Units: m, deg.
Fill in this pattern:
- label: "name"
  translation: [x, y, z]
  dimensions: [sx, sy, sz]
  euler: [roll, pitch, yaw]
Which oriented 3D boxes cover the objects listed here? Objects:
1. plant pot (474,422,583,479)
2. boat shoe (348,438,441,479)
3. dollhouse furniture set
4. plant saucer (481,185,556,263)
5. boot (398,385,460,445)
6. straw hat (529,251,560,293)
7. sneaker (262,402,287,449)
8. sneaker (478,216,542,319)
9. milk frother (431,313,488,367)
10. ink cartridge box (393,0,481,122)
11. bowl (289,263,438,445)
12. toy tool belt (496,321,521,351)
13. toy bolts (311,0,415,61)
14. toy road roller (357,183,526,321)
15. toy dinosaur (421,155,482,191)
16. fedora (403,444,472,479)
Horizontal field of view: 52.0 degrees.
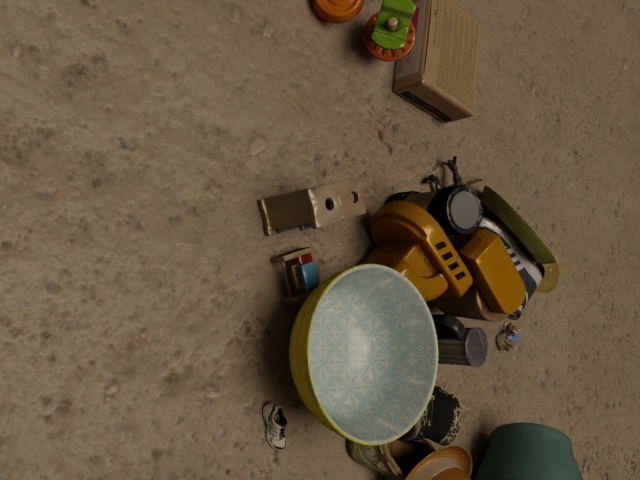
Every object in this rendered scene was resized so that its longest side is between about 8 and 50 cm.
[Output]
- label: "plant pot"
  translation: [0.456, 0.551, 1.433]
  dimensions: [0.271, 0.272, 0.255]
  euler: [44, 43, -32]
- label: "boat shoe"
  translation: [0.171, 0.430, 1.269]
  dimensions: [0.285, 0.089, 0.104]
  euler: [33, 64, -37]
- label: "dollhouse furniture set"
  translation: [0.000, 0.000, 1.119]
  dimensions: [0.129, 0.129, 0.183]
  euler: [-18, 97, -44]
- label: "plant saucer"
  translation: [0.455, -0.028, 1.540]
  dimensions: [0.037, 0.241, 0.241]
  euler: [-42, 122, 6]
- label: "boot"
  translation: [0.197, 0.270, 1.253]
  dimensions: [0.179, 0.085, 0.236]
  euler: [30, 56, -45]
- label: "straw hat"
  translation: [0.536, 0.076, 1.682]
  dimensions: [0.145, 0.061, 0.144]
  euler: [7, 70, -20]
- label: "sneaker"
  translation: [-0.070, 0.310, 1.083]
  dimensions: [0.032, 0.037, 0.083]
  euler: [-26, 105, -45]
- label: "sneaker"
  translation: [0.398, 0.072, 1.524]
  dimensions: [0.282, 0.099, 0.153]
  euler: [41, 70, -24]
- label: "milk frother"
  translation: [0.242, 0.231, 1.328]
  dimensions: [0.129, 0.135, 0.143]
  euler: [38, 61, -34]
- label: "ink cartridge box"
  translation: [0.261, -0.405, 1.447]
  dimensions: [0.193, 0.088, 0.234]
  euler: [20, 73, -40]
- label: "bowl"
  translation: [0.047, 0.191, 1.118]
  dimensions: [0.290, 0.156, 0.289]
  euler: [8, 78, -38]
- label: "toy tool belt"
  translation: [0.472, 0.236, 1.610]
  dimensions: [0.083, 0.051, 0.052]
  euler: [-44, 116, -38]
- label: "toy bolts"
  translation: [0.104, -0.485, 1.294]
  dimensions: [0.218, 0.158, 0.228]
  euler: [20, 90, -1]
- label: "toy road roller"
  translation: [0.216, 0.062, 1.286]
  dimensions: [0.240, 0.202, 0.329]
  euler: [-44, 111, -24]
- label: "toy dinosaur"
  translation: [0.294, -0.114, 1.469]
  dimensions: [0.118, 0.064, 0.268]
  euler: [57, 41, -18]
- label: "fedora"
  translation: [0.232, 0.482, 1.239]
  dimensions: [0.194, 0.079, 0.194]
  euler: [-14, 118, -29]
